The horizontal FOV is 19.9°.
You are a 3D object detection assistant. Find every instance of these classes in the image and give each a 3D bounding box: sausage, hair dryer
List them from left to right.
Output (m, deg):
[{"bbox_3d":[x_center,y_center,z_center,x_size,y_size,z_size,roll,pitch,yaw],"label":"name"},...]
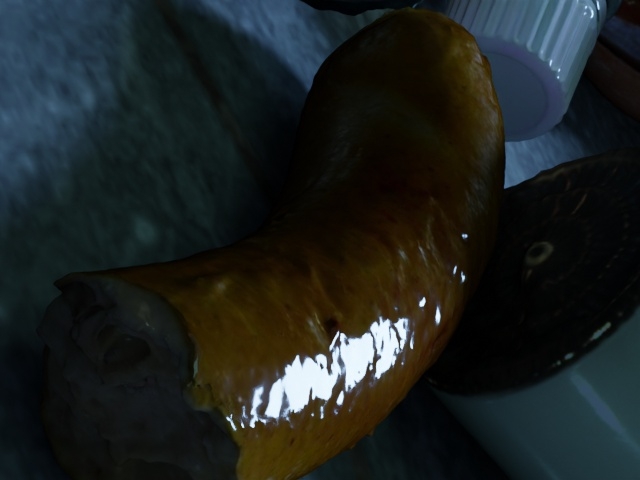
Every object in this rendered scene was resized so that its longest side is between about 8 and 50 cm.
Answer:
[{"bbox_3d":[0.003,0.004,0.606,0.103,0.076,0.302,59,29,-9],"label":"sausage"},{"bbox_3d":[0.178,-0.008,0.790,0.203,0.128,0.362,47,44,-24],"label":"hair dryer"}]

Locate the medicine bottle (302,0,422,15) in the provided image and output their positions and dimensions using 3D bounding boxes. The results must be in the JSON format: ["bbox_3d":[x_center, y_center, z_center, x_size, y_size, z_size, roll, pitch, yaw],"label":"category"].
[{"bbox_3d":[0.041,-0.229,0.784,0.158,0.158,0.318,51,30,-19],"label":"medicine bottle"}]

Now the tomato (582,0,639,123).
[{"bbox_3d":[0.200,-0.142,0.999,0.228,0.112,0.199,-27,68,-28],"label":"tomato"}]

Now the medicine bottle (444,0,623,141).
[{"bbox_3d":[0.107,-0.136,0.858,0.083,0.083,0.203,46,49,-27],"label":"medicine bottle"}]
